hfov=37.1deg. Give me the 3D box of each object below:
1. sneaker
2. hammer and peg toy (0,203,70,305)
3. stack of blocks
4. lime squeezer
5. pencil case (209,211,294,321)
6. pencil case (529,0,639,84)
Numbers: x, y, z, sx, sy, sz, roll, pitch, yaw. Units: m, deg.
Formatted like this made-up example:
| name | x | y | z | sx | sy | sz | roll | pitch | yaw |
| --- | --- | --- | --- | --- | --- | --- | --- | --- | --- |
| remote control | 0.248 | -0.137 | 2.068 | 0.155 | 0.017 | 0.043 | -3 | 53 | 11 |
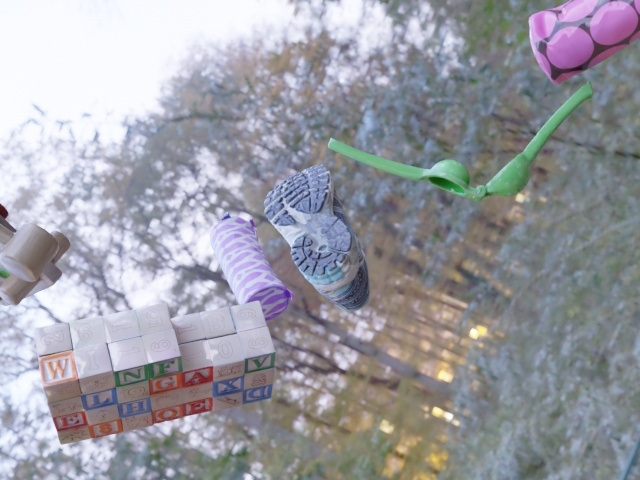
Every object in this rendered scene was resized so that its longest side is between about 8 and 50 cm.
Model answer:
| name | x | y | z | sx | sy | sz | roll | pitch | yaw |
| --- | --- | --- | --- | --- | --- | --- | --- | --- | --- |
| sneaker | 0.000 | 0.000 | 1.366 | 0.122 | 0.110 | 0.283 | 58 | -171 | -36 |
| hammer and peg toy | -0.493 | -0.024 | 1.364 | 0.361 | 0.266 | 0.127 | -20 | 30 | 54 |
| stack of blocks | -0.215 | 0.167 | 1.272 | 0.171 | 0.297 | 0.087 | 99 | 156 | -52 |
| lime squeezer | 0.170 | -0.096 | 1.086 | 0.059 | 0.310 | 0.110 | -86 | -16 | -83 |
| pencil case | -0.120 | 0.045 | 1.609 | 0.088 | 0.206 | 0.086 | -18 | -43 | -13 |
| pencil case | 0.331 | -0.266 | 1.068 | 0.209 | 0.098 | 0.095 | -30 | -23 | 23 |
